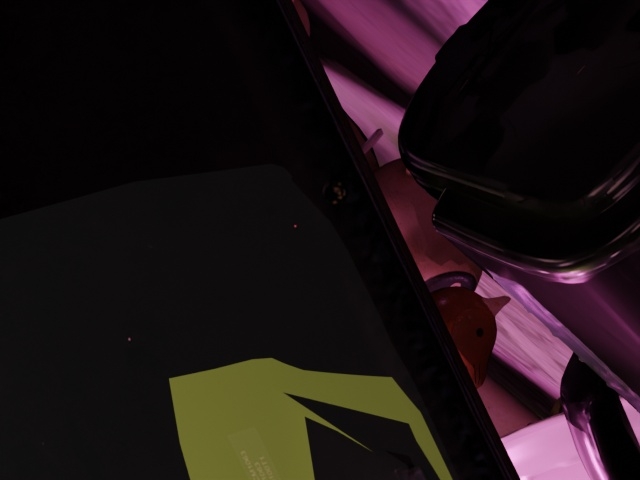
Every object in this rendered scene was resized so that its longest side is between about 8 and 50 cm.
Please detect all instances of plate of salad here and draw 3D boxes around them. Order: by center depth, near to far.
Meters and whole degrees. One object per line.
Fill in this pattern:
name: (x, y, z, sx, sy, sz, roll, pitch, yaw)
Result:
plate of salad: (0.137, 0.093, 0.684, 0.200, 0.199, 0.048, 51, -156, -62)

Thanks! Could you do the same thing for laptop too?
laptop: (-0.083, -0.049, 0.583, 0.408, 0.236, 0.382, -23, 95, 44)

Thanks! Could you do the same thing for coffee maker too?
coffee maker: (0.130, 0.007, 0.381, 0.171, 0.120, 0.178, -5, 142, 48)

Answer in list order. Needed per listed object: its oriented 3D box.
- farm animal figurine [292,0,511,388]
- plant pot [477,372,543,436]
farm animal figurine: (0.000, 0.000, 0.767, 0.327, 0.172, 0.330, 57, 165, 18)
plant pot: (0.062, 0.211, 1.420, 0.305, 0.334, 0.334, 48, 178, 24)
